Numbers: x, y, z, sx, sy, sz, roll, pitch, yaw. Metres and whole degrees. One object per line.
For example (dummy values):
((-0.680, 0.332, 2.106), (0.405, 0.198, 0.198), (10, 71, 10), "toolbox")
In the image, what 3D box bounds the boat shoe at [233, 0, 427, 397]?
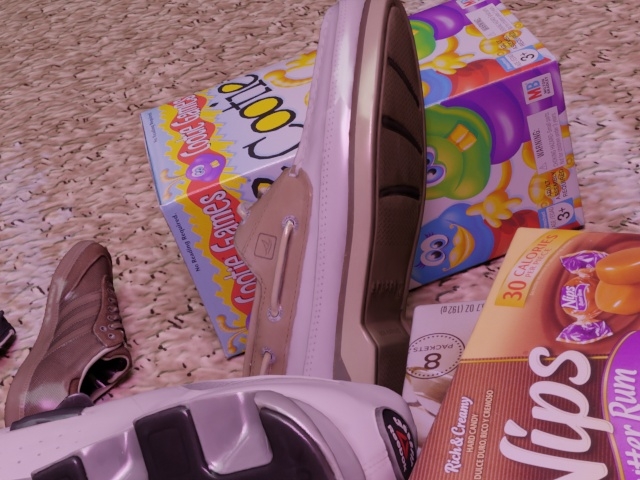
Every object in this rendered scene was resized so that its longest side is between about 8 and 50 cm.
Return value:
((0.000, 0.000, 0.661), (0.103, 0.113, 0.303), (0, 80, 23), "boat shoe")

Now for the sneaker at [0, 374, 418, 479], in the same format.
((-0.102, 0.134, 0.522), (0.330, 0.123, 0.146), (-14, 0, 25), "sneaker")

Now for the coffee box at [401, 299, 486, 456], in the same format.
((0.118, 0.160, 0.497), (0.168, 0.119, 0.297), (-6, 36, 16), "coffee box")

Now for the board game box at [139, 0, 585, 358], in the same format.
((0.028, -0.052, 0.810), (0.275, 0.144, 0.142), (-20, 35, -1), "board game box")

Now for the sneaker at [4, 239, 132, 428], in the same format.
((-0.167, 0.076, 0.813), (0.071, 0.066, 0.188), (5, 44, 5), "sneaker")

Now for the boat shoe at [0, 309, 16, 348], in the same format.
((-0.275, 0.097, 0.841), (0.046, 0.038, 0.125), (-19, 28, 35), "boat shoe")

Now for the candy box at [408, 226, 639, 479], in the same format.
((0.112, 0.072, 0.469), (0.109, 0.053, 0.187), (4, 39, 27), "candy box")
